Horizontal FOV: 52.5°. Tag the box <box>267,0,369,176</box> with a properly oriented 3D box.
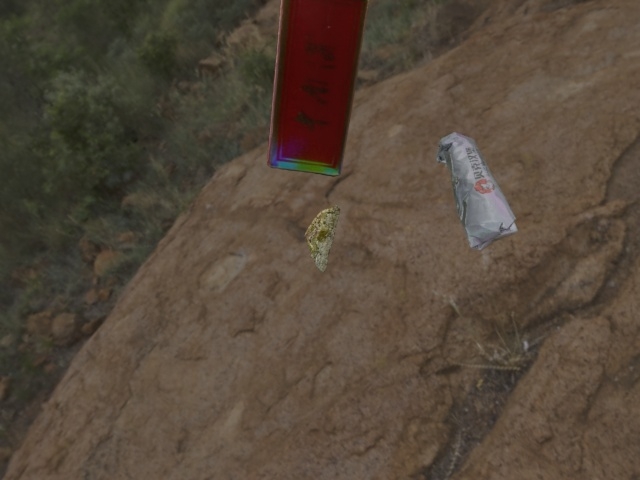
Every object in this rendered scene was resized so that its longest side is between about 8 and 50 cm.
[{"bbox_3d":[0.001,-0.135,0.422,0.048,0.112,0.175,7,36,-1],"label":"box"}]

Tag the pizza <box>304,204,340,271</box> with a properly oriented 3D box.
[{"bbox_3d":[0.000,0.000,1.094,0.123,0.026,0.108,136,137,-55],"label":"pizza"}]

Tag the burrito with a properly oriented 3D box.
[{"bbox_3d":[0.201,-0.069,0.856,0.064,0.064,0.203,-26,47,16],"label":"burrito"}]
